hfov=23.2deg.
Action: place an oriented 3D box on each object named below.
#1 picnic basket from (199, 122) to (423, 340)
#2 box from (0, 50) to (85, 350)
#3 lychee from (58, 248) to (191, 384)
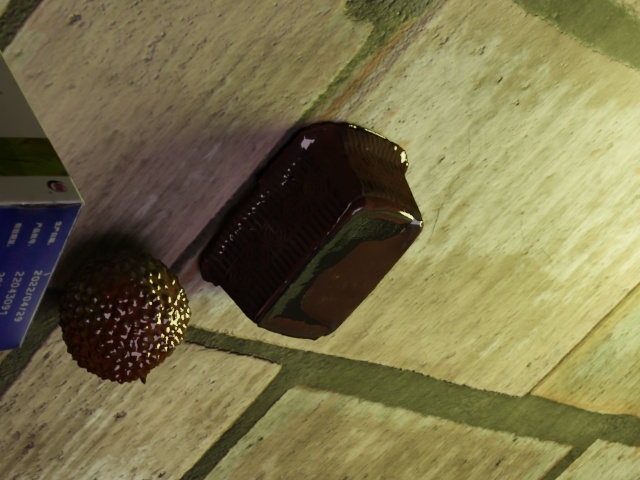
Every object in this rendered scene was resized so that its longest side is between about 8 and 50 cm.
[{"bbox_3d":[0.000,0.000,2.028,0.222,0.129,0.297,17,121,-45],"label":"picnic basket"},{"bbox_3d":[-0.361,-0.063,1.536,0.106,0.299,0.200,-1,134,-37],"label":"box"},{"bbox_3d":[-0.240,0.099,1.939,0.165,0.165,0.197,-30,129,-3],"label":"lychee"}]
